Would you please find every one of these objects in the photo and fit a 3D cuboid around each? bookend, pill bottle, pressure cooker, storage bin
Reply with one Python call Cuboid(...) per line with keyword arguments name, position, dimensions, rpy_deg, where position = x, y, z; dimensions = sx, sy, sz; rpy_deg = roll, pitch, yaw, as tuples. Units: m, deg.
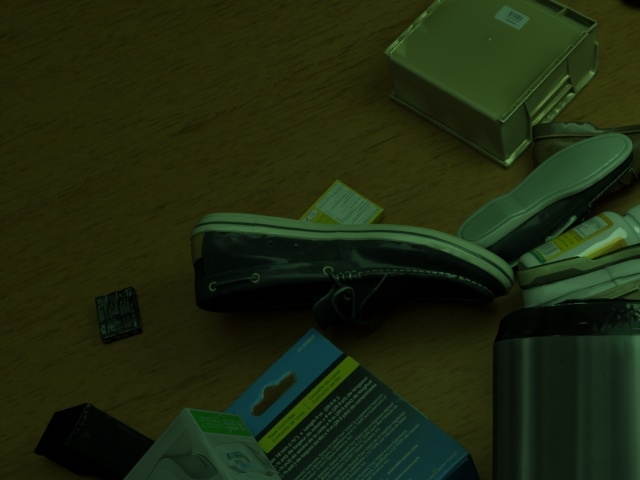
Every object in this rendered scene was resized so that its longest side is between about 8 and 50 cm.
Cuboid(name="bookend", position=(-0.327, 0.319, 1.964), dimensions=(0.157, 0.156, 0.072), rpy_deg=(34, 64, -18))
Cuboid(name="pill bottle", position=(0.411, 0.029, 1.946), dimensions=(0.208, 0.117, 0.117), rpy_deg=(-28, 56, -4))
Cuboid(name="pressure cooker", position=(0.386, 0.294, 1.607), dimensions=(0.370, 0.375, 0.420), rpy_deg=(-3, 80, 22))
Cuboid(name="storage bin", position=(0.288, -0.301, 2.184), dimensions=(0.262, 0.123, 0.260), rpy_deg=(35, 71, 30))

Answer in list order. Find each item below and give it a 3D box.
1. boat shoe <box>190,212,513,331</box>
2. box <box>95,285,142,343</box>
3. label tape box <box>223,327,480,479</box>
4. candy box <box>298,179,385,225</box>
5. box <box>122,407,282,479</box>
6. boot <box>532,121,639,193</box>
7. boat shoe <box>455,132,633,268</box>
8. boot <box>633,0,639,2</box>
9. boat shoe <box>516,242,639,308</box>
Cuboid(name="boat shoe", position=(0.039, 0.062, 1.978), dimensions=(0.500, 0.187, 0.156), rpy_deg=(5, 70, 10))
Cuboid(name="box", position=(-0.330, 0.122, 2.133), dimensions=(0.067, 0.018, 0.083), rpy_deg=(-18, 56, 3))
Cuboid(name="label tape box", position=(0.027, 0.314, 1.866), dimensions=(0.240, 0.106, 0.334), rpy_deg=(-42, 51, -13))
Cuboid(name="candy box", position=(0.000, 0.000, 2.122), dimensions=(0.105, 0.027, 0.206), rpy_deg=(36, 73, 26))
Cuboid(name="box", position=(-0.169, 0.404, 1.791), dimensions=(0.262, 0.127, 0.231), rpy_deg=(-49, 55, 18))
Cuboid(name="boot", position=(0.488, -0.126, 2.053), dimensions=(0.305, 0.112, 0.115), rpy_deg=(-1, 82, 15))
Cuboid(name="boat shoe", position=(0.354, -0.054, 2.005), dimensions=(0.302, 0.091, 0.114), rpy_deg=(-30, 31, 10))
Cuboid(name="boot", position=(0.563, -0.606, 2.222), dimensions=(0.131, 0.260, 0.348), rpy_deg=(3, 59, 16))
Cuboid(name="boat shoe", position=(0.434, 0.060, 1.828), dimensions=(0.302, 0.113, 0.103), rpy_deg=(-13, 89, 14))
